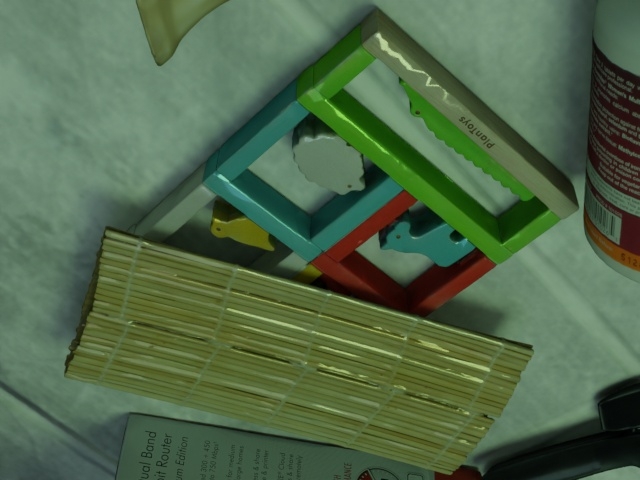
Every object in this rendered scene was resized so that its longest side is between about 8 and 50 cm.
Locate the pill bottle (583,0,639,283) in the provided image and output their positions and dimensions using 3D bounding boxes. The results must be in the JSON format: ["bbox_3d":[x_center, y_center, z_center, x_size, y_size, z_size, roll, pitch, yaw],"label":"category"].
[{"bbox_3d":[0.213,-0.087,0.632,0.121,0.121,0.221,-4,129,4],"label":"pill bottle"}]

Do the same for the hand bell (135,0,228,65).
[{"bbox_3d":[0.014,-0.183,0.589,0.242,0.126,0.126,-15,129,-3],"label":"hand bell"}]

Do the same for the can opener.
[{"bbox_3d":[0.216,0.168,0.894,0.186,0.073,0.059,-26,163,24],"label":"can opener"}]

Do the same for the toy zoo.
[{"bbox_3d":[0.000,0.000,0.766,0.192,0.030,0.293,36,122,-25],"label":"toy zoo"}]

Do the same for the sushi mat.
[{"bbox_3d":[-0.017,0.087,0.804,0.316,0.019,0.151,16,127,-13],"label":"sushi mat"}]

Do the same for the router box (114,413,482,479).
[{"bbox_3d":[-0.022,0.301,0.817,0.301,0.335,0.082,10,130,-8],"label":"router box"}]
